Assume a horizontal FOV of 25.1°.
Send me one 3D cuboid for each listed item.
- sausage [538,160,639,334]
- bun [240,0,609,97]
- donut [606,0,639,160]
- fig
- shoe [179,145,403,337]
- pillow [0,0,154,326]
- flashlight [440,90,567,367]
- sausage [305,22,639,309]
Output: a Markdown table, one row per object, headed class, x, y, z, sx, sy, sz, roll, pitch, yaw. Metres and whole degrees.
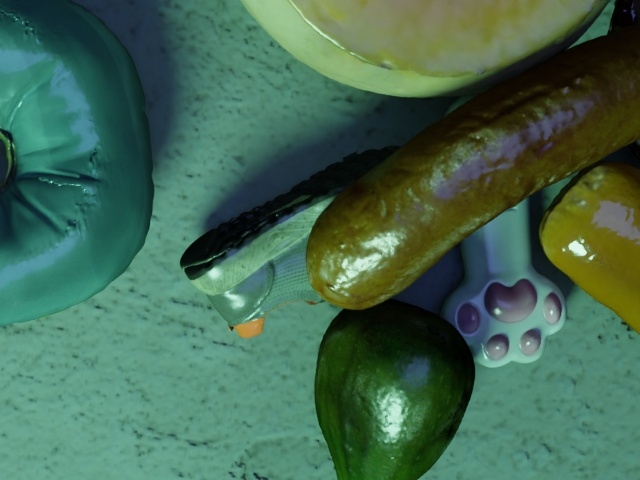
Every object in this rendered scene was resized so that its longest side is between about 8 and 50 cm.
| class | x | y | z | sx | sy | sz | roll | pitch | yaw |
| --- | --- | --- | --- | --- | --- | --- | --- | --- | --- |
| sausage | 0.260 | 0.029 | 1.030 | 0.238 | 0.098 | 0.098 | 35 | 85 | -16 |
| bun | 0.061 | -0.244 | 0.966 | 0.298 | 0.165 | 0.299 | -1 | 98 | -8 |
| donut | 0.310 | -0.131 | 1.046 | 0.235 | 0.089 | 0.235 | 0 | 91 | -9 |
| fig | 0.046 | 0.128 | 1.002 | 0.117 | 0.117 | 0.178 | 4 | 106 | -9 |
| shoe | 0.002 | -0.001 | 1.011 | 0.194 | 0.074 | 0.077 | -27 | 107 | -6 |
| pillow | -0.213 | -0.061 | 0.945 | 0.214 | 0.086 | 0.233 | -11 | 88 | -25 |
| flashlight | 0.127 | -0.009 | 1.038 | 0.093 | 0.047 | 0.200 | -6 | 92 | -11 |
| sausage | 0.120 | -0.054 | 0.934 | 0.302 | 0.103 | 0.076 | -29 | 61 | -3 |
